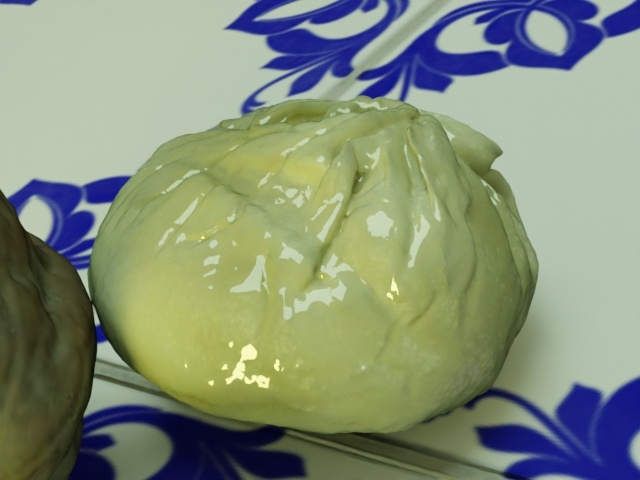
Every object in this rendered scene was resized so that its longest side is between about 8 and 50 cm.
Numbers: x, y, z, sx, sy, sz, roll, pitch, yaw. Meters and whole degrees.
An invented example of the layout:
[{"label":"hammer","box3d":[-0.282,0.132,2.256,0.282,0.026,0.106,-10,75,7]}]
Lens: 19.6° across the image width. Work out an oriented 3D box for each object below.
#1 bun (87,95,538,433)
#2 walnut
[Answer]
[{"label":"bun","box3d":[0.000,0.000,0.918,0.229,0.145,0.229,6,15,-2]},{"label":"walnut","box3d":[-0.206,0.061,0.875,0.224,0.224,0.224,-12,32,7]}]
